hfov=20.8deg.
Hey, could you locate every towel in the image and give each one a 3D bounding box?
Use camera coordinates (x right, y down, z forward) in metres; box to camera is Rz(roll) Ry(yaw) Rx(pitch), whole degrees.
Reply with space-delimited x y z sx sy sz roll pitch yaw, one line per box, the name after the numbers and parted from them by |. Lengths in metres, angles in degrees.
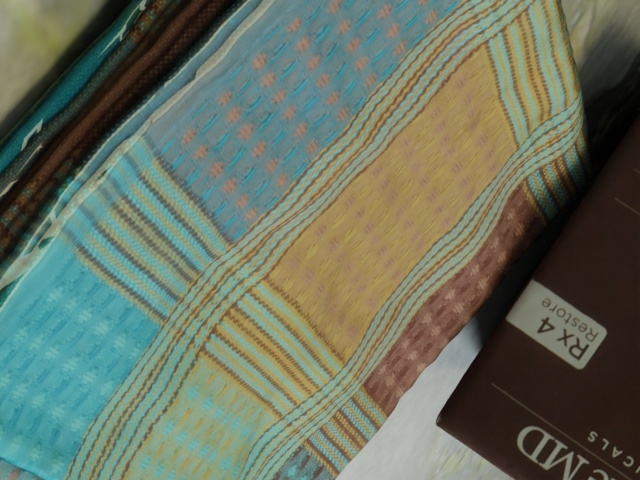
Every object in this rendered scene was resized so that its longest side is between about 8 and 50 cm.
0.000 0.000 0.639 0.271 0.040 0.370 -49 157 -4 | towel

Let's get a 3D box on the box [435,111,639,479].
0.190 0.042 0.847 0.203 0.168 0.167 -57 171 11 | box
